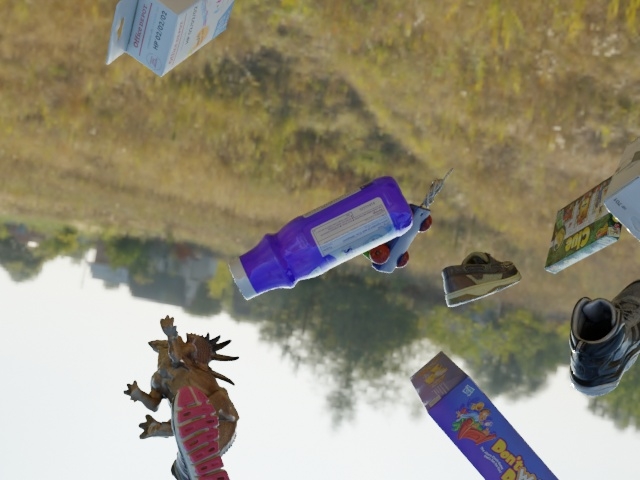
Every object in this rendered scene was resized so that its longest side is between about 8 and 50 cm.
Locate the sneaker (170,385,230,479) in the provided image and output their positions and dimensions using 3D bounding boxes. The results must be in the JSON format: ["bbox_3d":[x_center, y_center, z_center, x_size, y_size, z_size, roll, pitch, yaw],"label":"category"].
[{"bbox_3d":[-0.169,0.279,1.215,0.063,0.170,0.075,-12,174,-40],"label":"sneaker"}]

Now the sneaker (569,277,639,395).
[{"bbox_3d":[0.521,0.136,1.614,0.101,0.268,0.153,21,148,37],"label":"sneaker"}]

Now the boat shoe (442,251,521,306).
[{"bbox_3d":[0.270,0.053,1.541,0.080,0.073,0.223,-17,180,36],"label":"boat shoe"}]

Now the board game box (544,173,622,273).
[{"bbox_3d":[0.507,-0.031,1.760,0.030,0.136,0.259,17,161,-7],"label":"board game box"}]

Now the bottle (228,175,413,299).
[{"bbox_3d":[0.000,0.000,1.398,0.283,0.092,0.118,-26,168,-1],"label":"bottle"}]

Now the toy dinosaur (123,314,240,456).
[{"bbox_3d":[-0.185,0.236,1.404,0.127,0.295,0.200,-36,153,14],"label":"toy dinosaur"}]

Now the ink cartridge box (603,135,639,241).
[{"bbox_3d":[0.545,-0.080,1.473,0.139,0.190,0.082,44,132,-4],"label":"ink cartridge box"}]

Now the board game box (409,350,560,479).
[{"bbox_3d":[0.251,0.298,1.417,0.233,0.078,0.347,49,180,1],"label":"board game box"}]

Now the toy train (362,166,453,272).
[{"bbox_3d":[0.149,-0.072,1.832,0.143,0.248,0.105,38,-166,30],"label":"toy train"}]

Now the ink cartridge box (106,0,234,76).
[{"bbox_3d":[-0.178,-0.277,1.137,0.062,0.181,0.104,36,139,7],"label":"ink cartridge box"}]
